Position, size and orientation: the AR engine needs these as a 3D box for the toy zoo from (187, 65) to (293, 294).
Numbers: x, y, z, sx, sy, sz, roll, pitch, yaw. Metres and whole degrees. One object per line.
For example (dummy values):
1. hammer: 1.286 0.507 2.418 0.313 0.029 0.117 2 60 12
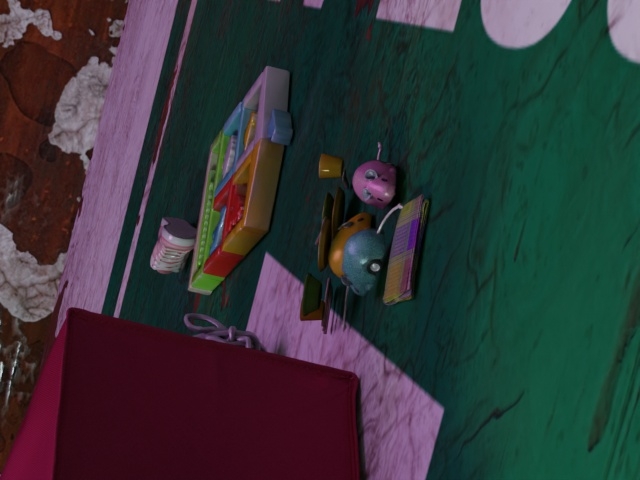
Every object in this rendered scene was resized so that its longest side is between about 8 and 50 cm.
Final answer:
1. toy zoo: -0.088 -0.070 1.999 0.293 0.030 0.192 136 144 -65

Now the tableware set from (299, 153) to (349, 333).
1. tableware set: 0.000 0.000 1.553 0.104 0.024 0.154 73 -155 -71

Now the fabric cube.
1. fabric cube: -0.124 0.250 1.425 0.254 0.259 0.258 -92 23 -46

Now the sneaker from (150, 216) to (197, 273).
1. sneaker: -0.185 0.014 2.254 0.134 0.051 0.070 -136 59 -77

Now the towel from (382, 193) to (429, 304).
1. towel: 0.067 0.009 1.400 0.060 0.009 0.083 147 135 -70

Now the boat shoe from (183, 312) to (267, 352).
1. boat shoe: -0.100 0.131 1.727 0.306 0.113 0.105 88 -160 -87

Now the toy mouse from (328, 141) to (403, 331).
1. toy mouse: 0.036 -0.014 1.468 0.143 0.031 0.161 138 144 -74
